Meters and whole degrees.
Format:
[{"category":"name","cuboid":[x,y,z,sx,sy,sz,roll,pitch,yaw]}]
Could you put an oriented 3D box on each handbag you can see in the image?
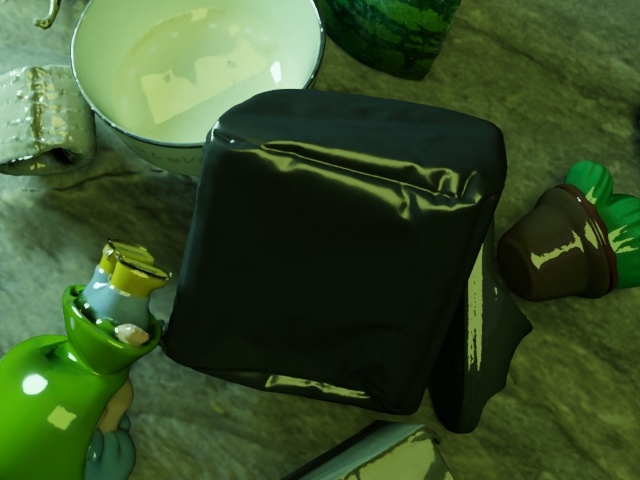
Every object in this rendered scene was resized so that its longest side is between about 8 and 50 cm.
[{"category":"handbag","cuboid":[0.001,-0.002,1.017,0.275,0.302,0.178,15,39,-1]}]

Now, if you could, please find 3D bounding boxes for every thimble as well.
[{"category":"thimble","cuboid":[-0.269,-0.112,1.069,0.102,0.115,0.090,-3,81,-19]}]

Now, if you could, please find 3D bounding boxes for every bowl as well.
[{"category":"bowl","cuboid":[-0.111,-0.159,1.072,0.238,0.126,0.237,-1,63,2]}]

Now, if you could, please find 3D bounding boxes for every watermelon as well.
[{"category":"watermelon","cuboid":[0.052,-0.277,1.117,0.231,0.146,0.128,42,79,-3]}]

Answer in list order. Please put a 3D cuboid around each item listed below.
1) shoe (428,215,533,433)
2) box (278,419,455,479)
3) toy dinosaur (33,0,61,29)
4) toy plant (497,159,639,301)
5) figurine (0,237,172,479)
[{"category":"shoe","cuboid":[0.167,0.072,1.093,0.093,0.108,0.241,2,90,-15]},{"category":"box","cuboid":[0.049,0.260,0.997,0.155,0.231,0.149,-29,87,-11]},{"category":"toy dinosaur","cuboid":[-0.249,-0.298,1.140,0.058,0.037,0.180,39,84,-14]},{"category":"toy plant","cuboid":[0.277,-0.009,1.133,0.200,0.105,0.143,-22,84,-23]},{"category":"figurine","cuboid":[-0.220,0.126,1.007,0.143,0.162,0.263,17,105,-36]}]
